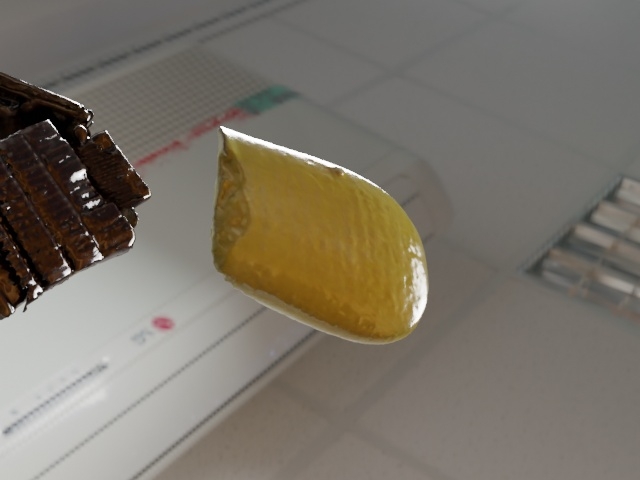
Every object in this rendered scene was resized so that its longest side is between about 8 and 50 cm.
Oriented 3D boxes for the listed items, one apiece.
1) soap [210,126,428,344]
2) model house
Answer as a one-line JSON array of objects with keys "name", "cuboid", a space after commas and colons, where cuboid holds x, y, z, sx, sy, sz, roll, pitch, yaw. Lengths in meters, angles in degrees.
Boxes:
[{"name": "soap", "cuboid": [-0.002, 0.001, 1.934, 0.427, 0.115, 0.306, 23, -133, -29]}, {"name": "model house", "cuboid": [-0.362, -0.078, 1.269, 0.297, 0.317, 0.282, -27, -167, -1]}]
